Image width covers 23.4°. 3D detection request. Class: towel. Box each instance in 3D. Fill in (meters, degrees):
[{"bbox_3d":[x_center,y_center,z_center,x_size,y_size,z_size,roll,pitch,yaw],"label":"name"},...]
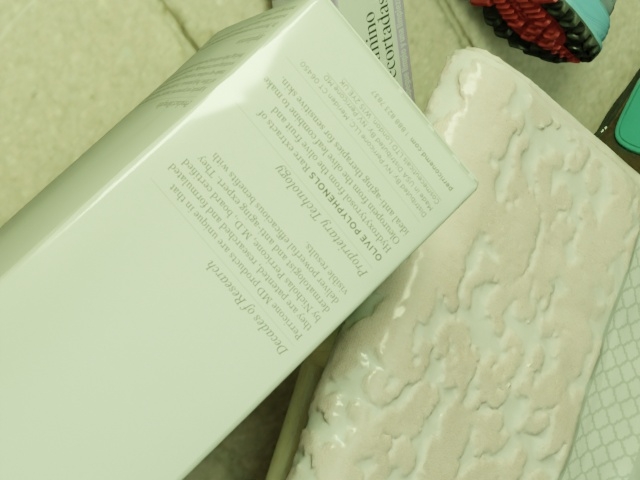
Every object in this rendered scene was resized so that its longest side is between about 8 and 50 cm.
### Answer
[{"bbox_3d":[0.139,0.082,1.070,0.317,0.053,0.332,29,77,-38],"label":"towel"}]

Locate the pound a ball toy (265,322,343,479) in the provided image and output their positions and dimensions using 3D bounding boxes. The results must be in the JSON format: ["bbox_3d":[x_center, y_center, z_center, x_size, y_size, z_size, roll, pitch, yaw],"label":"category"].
[{"bbox_3d":[-0.009,0.203,1.112,0.208,0.136,0.319,23,92,-37],"label":"pound a ball toy"}]

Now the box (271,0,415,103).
[{"bbox_3d":[0.004,-0.203,0.983,0.063,0.067,0.324,-33,128,-36],"label":"box"}]

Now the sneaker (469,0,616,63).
[{"bbox_3d":[0.132,-0.242,1.070,0.262,0.104,0.125,48,60,-45],"label":"sneaker"}]

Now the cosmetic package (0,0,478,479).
[{"bbox_3d":[-0.114,0.036,0.889,0.365,0.197,0.155,-45,105,-14],"label":"cosmetic package"}]

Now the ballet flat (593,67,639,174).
[{"bbox_3d":[0.244,-0.047,1.233,0.280,0.095,0.096,-46,145,-13],"label":"ballet flat"}]
